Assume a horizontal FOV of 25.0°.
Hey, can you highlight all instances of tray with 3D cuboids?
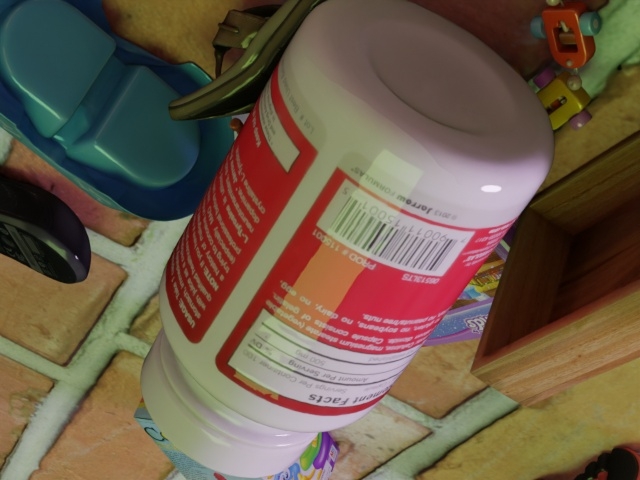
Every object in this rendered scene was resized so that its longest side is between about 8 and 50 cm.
[{"bbox_3d":[0.292,-0.012,1.202,0.076,0.203,0.411,31,147,-15],"label":"tray"}]

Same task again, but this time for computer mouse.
[{"bbox_3d":[-0.372,-0.038,1.720,0.272,0.072,0.188,24,153,22],"label":"computer mouse"}]

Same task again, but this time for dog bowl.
[{"bbox_3d":[-0.220,-0.137,1.389,0.297,0.166,0.074,39,156,-24],"label":"dog bowl"}]

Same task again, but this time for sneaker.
[{"bbox_3d":[0.344,0.366,1.816,0.136,0.116,0.314,30,147,-14],"label":"sneaker"}]

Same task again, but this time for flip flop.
[{"bbox_3d":[-0.043,-0.182,1.274,0.277,0.112,0.080,-38,70,48],"label":"flip flop"}]

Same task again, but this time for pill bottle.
[{"bbox_3d":[0.002,0.013,1.231,0.229,0.229,0.408,28,125,-8],"label":"pill bottle"}]

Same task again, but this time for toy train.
[{"bbox_3d":[0.177,-0.154,1.220,0.166,0.046,0.125,0,122,44],"label":"toy train"}]

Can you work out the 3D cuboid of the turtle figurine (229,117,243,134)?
[{"bbox_3d":[0.000,0.000,1.414,0.217,0.087,0.270,14,142,20],"label":"turtle figurine"}]

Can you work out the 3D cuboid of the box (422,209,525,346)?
[{"bbox_3d":[0.105,0.026,1.513,0.293,0.057,0.201,-13,131,44],"label":"box"}]

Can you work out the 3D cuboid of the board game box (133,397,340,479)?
[{"bbox_3d":[-0.103,0.254,1.904,0.144,0.142,0.275,3,144,29],"label":"board game box"}]
